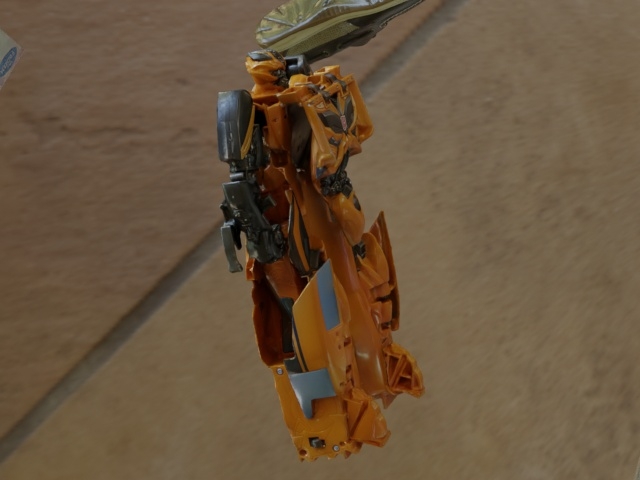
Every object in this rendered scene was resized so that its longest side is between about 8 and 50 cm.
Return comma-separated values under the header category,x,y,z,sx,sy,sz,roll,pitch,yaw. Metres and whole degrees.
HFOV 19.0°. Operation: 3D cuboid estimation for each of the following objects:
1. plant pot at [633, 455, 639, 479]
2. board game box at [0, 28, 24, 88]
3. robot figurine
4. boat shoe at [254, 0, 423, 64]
category,x,y,z,sx,sy,sz,roll,pitch,yaw
plant pot,0.195,0.171,0.573,0.284,0.284,0.191,29,80,12
board game box,-0.242,-0.108,1.231,0.020,0.090,0.090,25,79,31
robot figurine,0.000,0.000,1.395,0.085,0.211,0.291,-7,104,20
boat shoe,0.024,-0.179,1.505,0.152,0.049,0.056,-18,47,16
